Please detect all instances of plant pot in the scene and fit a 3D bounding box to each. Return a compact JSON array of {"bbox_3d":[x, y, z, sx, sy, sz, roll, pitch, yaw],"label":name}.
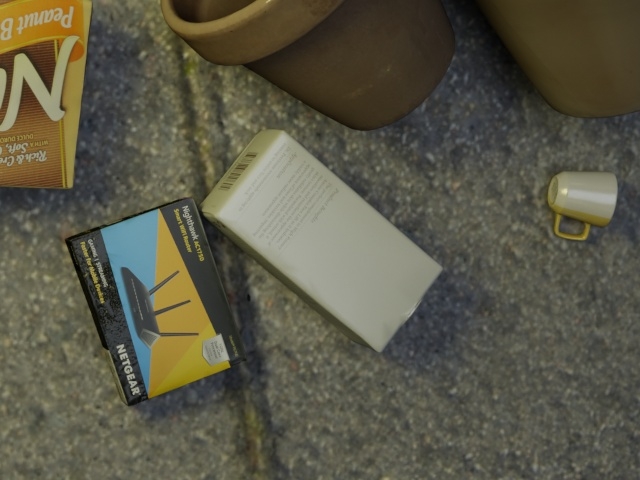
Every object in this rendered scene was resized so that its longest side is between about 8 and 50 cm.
[{"bbox_3d":[0.013,-0.233,1.494,0.229,0.263,0.263,43,80,-32],"label":"plant pot"},{"bbox_3d":[0.278,-0.288,1.552,0.323,0.323,0.280,-30,118,-14],"label":"plant pot"}]

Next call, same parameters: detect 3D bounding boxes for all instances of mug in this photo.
[{"bbox_3d":[0.284,-0.042,1.673,0.064,0.062,0.078,9,84,-10],"label":"mug"}]

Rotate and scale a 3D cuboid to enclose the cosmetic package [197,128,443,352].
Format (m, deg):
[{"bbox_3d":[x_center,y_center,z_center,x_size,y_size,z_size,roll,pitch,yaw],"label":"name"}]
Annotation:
[{"bbox_3d":[0.000,0.000,1.573,0.231,0.085,0.117,42,81,-17],"label":"cosmetic package"}]

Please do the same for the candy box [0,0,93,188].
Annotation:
[{"bbox_3d":[-0.374,-0.147,1.387,0.316,0.087,0.183,1,103,-35],"label":"candy box"}]

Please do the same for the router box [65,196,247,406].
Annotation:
[{"bbox_3d":[-0.166,0.060,1.542,0.133,0.046,0.179,-21,99,-16],"label":"router box"}]
